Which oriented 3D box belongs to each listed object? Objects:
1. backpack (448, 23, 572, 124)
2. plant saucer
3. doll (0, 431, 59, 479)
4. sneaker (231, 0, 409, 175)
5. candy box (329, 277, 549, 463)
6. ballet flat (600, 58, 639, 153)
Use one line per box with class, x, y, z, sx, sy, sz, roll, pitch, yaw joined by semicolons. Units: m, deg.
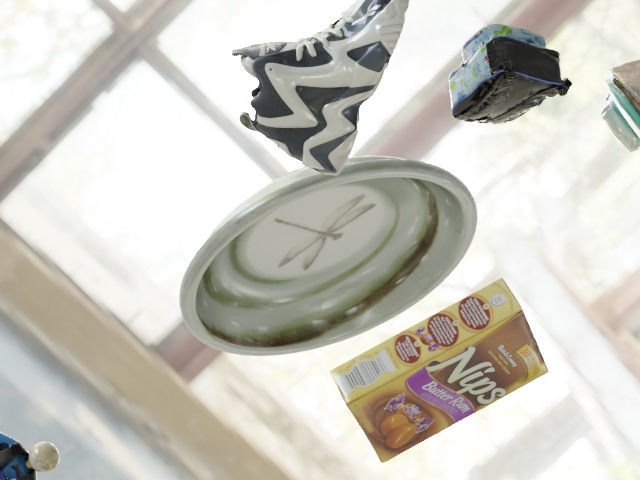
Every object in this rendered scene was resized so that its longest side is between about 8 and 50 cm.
backpack;0.197;-0.179;1.936;0.105;0.114;0.084;9;-119;-30
plant saucer;0.000;0.000;2.271;0.400;0.400;0.100;34;-153;-55
doll;-0.397;0.294;2.159;0.129;0.189;0.046;63;-164;-3
sneaker;-0.008;-0.198;1.827;0.153;0.235;0.094;21;-162;-6
candy box;0.114;0.124;1.675;0.053;0.187;0.109;60;179;43
ballet flat;0.356;-0.154;1.859;0.107;0.106;0.316;54;-175;-1
